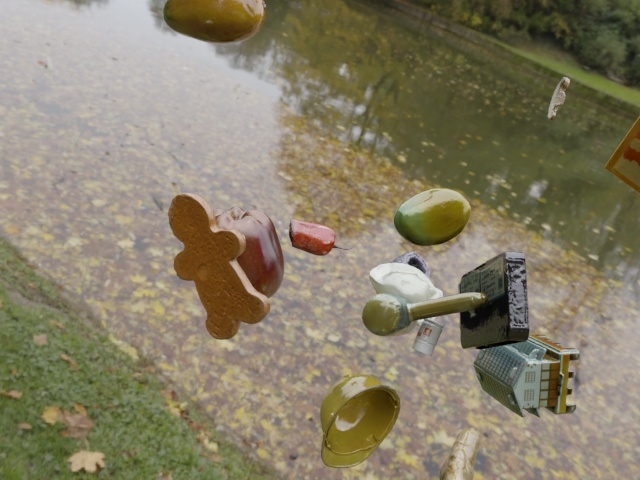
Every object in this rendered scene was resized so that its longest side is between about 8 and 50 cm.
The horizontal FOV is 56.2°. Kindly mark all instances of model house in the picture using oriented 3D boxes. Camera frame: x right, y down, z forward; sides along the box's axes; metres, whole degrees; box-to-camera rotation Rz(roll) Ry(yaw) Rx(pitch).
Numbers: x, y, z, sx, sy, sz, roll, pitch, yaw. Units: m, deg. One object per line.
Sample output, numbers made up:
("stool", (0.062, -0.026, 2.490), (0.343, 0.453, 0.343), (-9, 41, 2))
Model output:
("model house", (0.578, 0.377, 1.683), (0.215, 0.198, 0.224), (-2, 8, -13))

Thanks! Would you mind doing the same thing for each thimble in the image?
("thimble", (0.300, 0.121, 2.062), (0.150, 0.098, 0.150), (17, 61, -35))

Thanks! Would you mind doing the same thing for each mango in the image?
("mango", (0.245, -0.052, 1.325), (0.194, 0.130, 0.092), (-2, 15, -31))
("mango", (-0.206, -0.451, 1.179), (0.221, 0.120, 0.151), (14, 30, 36))

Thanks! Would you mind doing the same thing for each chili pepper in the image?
("chili pepper", (0.000, 0.000, 1.632), (0.192, 0.086, 0.084), (14, -7, -15))

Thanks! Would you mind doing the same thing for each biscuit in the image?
("biscuit", (-0.226, 0.045, 1.281), (0.324, 0.205, 0.049), (60, 33, -1))

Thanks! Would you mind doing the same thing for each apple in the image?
("apple", (-0.260, 0.056, 1.885), (0.288, 0.317, 0.288), (-1, 12, 0))

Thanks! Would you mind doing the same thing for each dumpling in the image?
("dumpling", (0.274, 0.154, 1.854), (0.252, 0.131, 0.179), (38, 57, 25))

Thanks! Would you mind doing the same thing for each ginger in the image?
("ginger", (0.323, 0.556, 1.408), (0.081, 0.148, 0.333), (26, 11, 15))

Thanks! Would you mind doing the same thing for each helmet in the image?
("helmet", (0.075, 0.430, 1.518), (0.205, 0.257, 0.140), (14, 21, -33))

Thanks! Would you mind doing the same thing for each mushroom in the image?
("mushroom", (0.549, -0.326, 1.382), (0.019, 0.101, 0.049), (19, 9, -1))

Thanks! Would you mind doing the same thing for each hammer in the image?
("hammer", (0.269, 0.173, 1.505), (0.305, 0.113, 0.202), (-13, -10, 23))

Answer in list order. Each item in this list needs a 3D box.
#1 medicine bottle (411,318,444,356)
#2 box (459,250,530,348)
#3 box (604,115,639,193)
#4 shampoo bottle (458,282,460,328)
("medicine bottle", (0.277, 0.249, 1.547), (0.057, 0.089, 0.057), (24, -6, 3))
("box", (0.430, 0.161, 1.510), (0.058, 0.211, 0.350), (4, -13, -3))
("box", (0.772, -0.197, 1.148), (0.283, 0.214, 0.259), (-38, 66, -19))
("shampoo bottle", (0.453, 0.218, 1.821), (0.072, 0.072, 0.214), (17, 46, -7))
